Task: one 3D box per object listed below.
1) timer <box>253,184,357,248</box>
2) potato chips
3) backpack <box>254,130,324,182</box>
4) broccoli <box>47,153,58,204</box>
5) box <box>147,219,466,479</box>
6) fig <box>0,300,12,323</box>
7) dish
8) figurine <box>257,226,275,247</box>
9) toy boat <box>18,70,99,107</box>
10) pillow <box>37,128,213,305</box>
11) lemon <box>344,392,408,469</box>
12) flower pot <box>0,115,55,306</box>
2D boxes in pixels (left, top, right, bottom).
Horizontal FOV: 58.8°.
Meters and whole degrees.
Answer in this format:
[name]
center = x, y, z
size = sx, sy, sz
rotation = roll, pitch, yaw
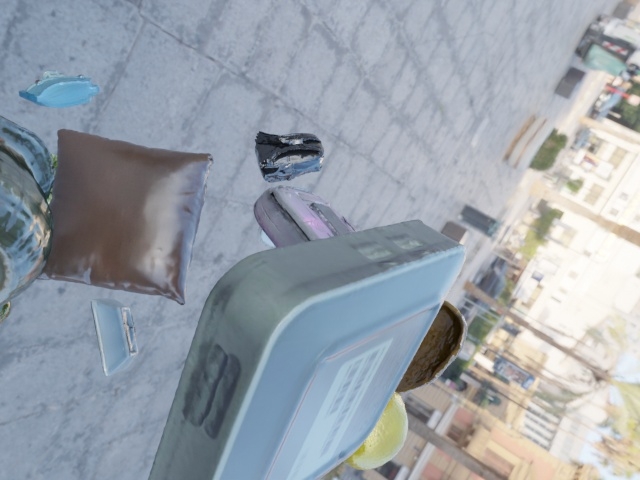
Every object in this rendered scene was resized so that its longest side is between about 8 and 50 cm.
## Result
[timer]
center = 0.000, 0.000, 0.872
size = 0.069, 0.208, 0.191
rotation = -48, 160, 19
[potato chips]
center = 0.179, 0.191, 1.048
size = 0.201, 0.150, 0.049
rotation = -46, 141, 13
[backpack]
center = -0.076, -0.202, 1.383
size = 0.105, 0.165, 0.120
rotation = 106, -23, -51
[broccoli]
center = -0.893, -0.142, 1.777
size = 0.277, 0.317, 0.338
rotation = -10, 101, -23
[box]
center = -0.003, 0.173, 0.701
size = 0.397, 0.111, 0.395
rotation = -13, 133, -50
[fig]
center = -0.999, 0.140, 1.624
size = 0.151, 0.151, 0.259
rotation = -43, 120, -44
[dish]
center = -0.645, 0.297, 1.821
size = 0.182, 0.080, 0.243
rotation = 92, -14, -85
[figurine]
center = -0.139, -0.072, 1.686
size = 0.132, 0.153, 0.132
rotation = -12, 134, -13
[toy boat]
center = -0.771, -0.445, 1.669
size = 0.215, 0.102, 0.088
rotation = -25, 141, -40
[pillow]
center = -0.383, -0.047, 1.096
size = 0.108, 0.306, 0.307
rotation = 121, -23, -76
[lemon]
center = 0.104, 0.408, 1.265
size = 0.203, 0.178, 0.178
rotation = -35, 155, -20
[flower pot]
center = -0.522, -0.044, 0.760
size = 0.302, 0.213, 0.301
rotation = -10, 139, -8
